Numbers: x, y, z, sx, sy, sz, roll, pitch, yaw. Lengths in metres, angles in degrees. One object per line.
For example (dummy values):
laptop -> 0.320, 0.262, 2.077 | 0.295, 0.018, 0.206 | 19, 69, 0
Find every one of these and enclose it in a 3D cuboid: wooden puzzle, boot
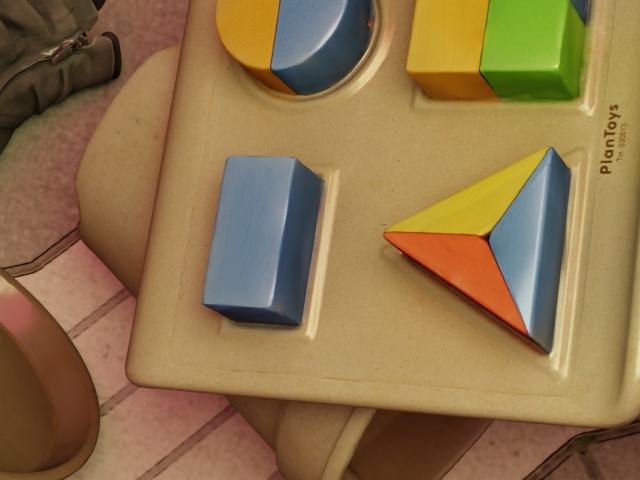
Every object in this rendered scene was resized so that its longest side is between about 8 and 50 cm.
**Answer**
wooden puzzle -> 0.036, -0.063, 0.911 | 0.348, 0.080, 0.322 | 1, 75, 28
boot -> -0.286, -0.169, 1.136 | 0.223, 0.338, 0.118 | -42, 69, -8

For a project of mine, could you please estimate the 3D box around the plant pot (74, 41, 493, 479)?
plant pot -> 0.000, 0.000, 1.119 | 0.305, 0.334, 0.334 | 38, 77, 21

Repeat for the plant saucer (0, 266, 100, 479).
plant saucer -> -0.285, 0.081, 1.114 | 0.278, 0.278, 0.041 | 46, 109, 11
